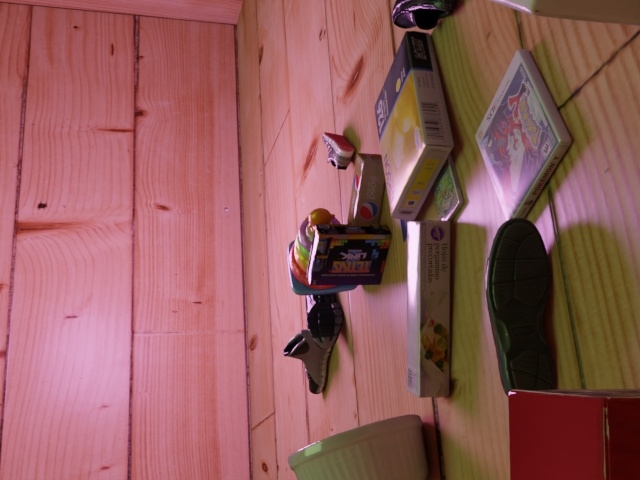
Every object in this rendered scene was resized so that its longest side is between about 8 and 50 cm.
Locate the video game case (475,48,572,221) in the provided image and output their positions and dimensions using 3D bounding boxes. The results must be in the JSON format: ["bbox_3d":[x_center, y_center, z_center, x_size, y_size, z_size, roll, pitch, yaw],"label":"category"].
[{"bbox_3d":[0.299,-0.155,1.193,0.183,0.023,0.201,108,157,-48],"label":"video game case"}]

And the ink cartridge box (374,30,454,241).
[{"bbox_3d":[0.168,-0.205,1.590,0.307,0.072,0.303,114,155,-52],"label":"ink cartridge box"}]

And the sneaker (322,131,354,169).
[{"bbox_3d":[0.040,-0.236,2.091,0.170,0.063,0.074,-125,45,-58],"label":"sneaker"}]

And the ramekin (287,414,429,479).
[{"bbox_3d":[0.083,0.437,1.513,0.273,0.273,0.127,120,135,-61],"label":"ramekin"}]

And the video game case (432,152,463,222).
[{"bbox_3d":[0.232,-0.095,1.460,0.087,0.011,0.122,112,155,-54],"label":"video game case"}]

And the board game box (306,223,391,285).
[{"bbox_3d":[0.063,0.033,1.777,0.048,0.170,0.141,-114,28,-55],"label":"board game box"}]

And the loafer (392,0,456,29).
[{"bbox_3d":[0.194,-0.441,1.509,0.223,0.076,0.078,177,102,-71],"label":"loafer"}]

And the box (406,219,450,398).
[{"bbox_3d":[0.198,0.124,1.446,0.067,0.063,0.323,-174,84,-73],"label":"box"}]

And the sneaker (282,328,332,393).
[{"bbox_3d":[-0.046,0.336,2.229,0.086,0.132,0.228,-114,30,-59],"label":"sneaker"}]

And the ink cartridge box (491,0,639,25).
[{"bbox_3d":[0.280,-0.457,1.012,0.395,0.166,0.285,-120,35,-61],"label":"ink cartridge box"}]

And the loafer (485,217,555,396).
[{"bbox_3d":[0.275,0.104,1.133,0.084,0.096,0.267,141,127,-78],"label":"loafer"}]

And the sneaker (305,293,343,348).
[{"bbox_3d":[0.009,0.200,2.156,0.267,0.101,0.106,-97,1,-47],"label":"sneaker"}]

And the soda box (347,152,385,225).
[{"bbox_3d":[0.108,-0.108,1.828,0.058,0.061,0.181,-118,33,-63],"label":"soda box"}]

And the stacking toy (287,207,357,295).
[{"bbox_3d":[0.000,0.000,1.872,0.302,0.175,0.165,84,180,-64],"label":"stacking toy"}]

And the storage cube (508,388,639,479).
[{"bbox_3d":[0.315,0.249,0.789,0.215,0.184,0.193,148,124,-73],"label":"storage cube"}]
